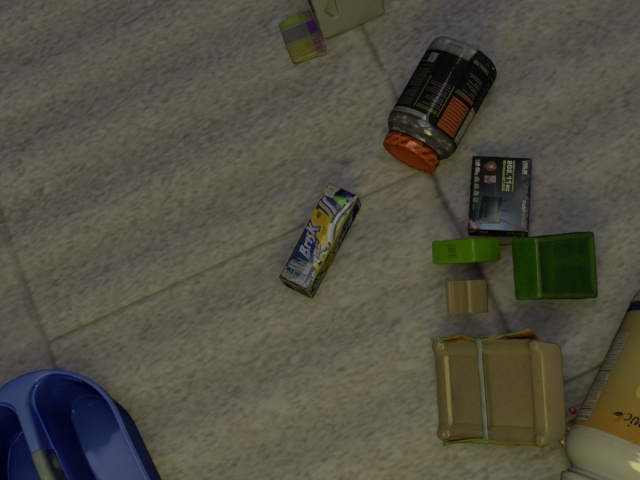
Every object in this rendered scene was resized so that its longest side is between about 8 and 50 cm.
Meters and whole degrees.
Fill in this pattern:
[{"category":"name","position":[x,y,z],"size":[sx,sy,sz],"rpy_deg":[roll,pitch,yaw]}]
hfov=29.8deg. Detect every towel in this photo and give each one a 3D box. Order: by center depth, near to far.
[{"category":"towel","position":[-0.030,-0.332,1.973],"size":[0.060,0.009,0.083],"rpy_deg":[-22,72,2]}]

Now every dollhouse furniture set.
[{"category":"dollhouse furniture set","position":[0.282,0.143,1.747],"size":[0.198,0.151,0.301],"rpy_deg":[-5,88,43]}]

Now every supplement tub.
[{"category":"supplement tub","position":[0.471,0.243,1.624],"size":[0.228,0.228,0.316],"rpy_deg":[25,79,14]},{"category":"supplement tub","position":[0.180,-0.207,1.851],"size":[0.117,0.117,0.190],"rpy_deg":[28,80,15]}]

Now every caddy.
[{"category":"caddy","position":[-0.367,0.355,1.741],"size":[0.241,0.179,0.341],"rpy_deg":[-29,72,-1]}]

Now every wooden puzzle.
[{"category":"wooden puzzle","position":[0.372,0.284,1.742],"size":[0.049,0.006,0.083],"rpy_deg":[-36,73,-3]}]

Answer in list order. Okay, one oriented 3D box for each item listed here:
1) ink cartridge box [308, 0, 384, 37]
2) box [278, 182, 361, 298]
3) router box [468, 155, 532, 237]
[{"category":"ink cartridge box","position":[-0.002,-0.490,1.915],"size":[0.114,0.197,0.272],"rpy_deg":[-21,73,2]},{"category":"box","position":[0.000,0.000,1.848],"size":[0.054,0.059,0.168],"rpy_deg":[26,80,13]},{"category":"router box","position":[0.274,-0.066,1.838],"size":[0.092,0.038,0.122],"rpy_deg":[3,75,8]}]
